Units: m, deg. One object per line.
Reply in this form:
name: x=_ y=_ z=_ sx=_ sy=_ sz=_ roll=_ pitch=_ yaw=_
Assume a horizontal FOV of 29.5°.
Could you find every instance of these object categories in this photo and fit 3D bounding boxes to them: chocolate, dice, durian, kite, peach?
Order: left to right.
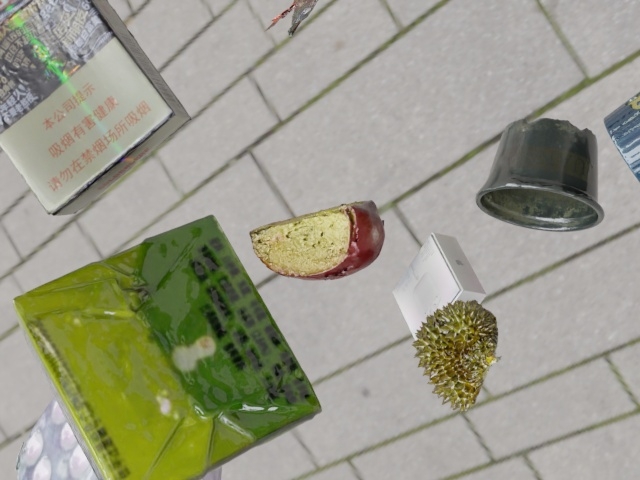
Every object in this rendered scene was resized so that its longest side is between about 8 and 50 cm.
dice: x=-0.358 y=0.414 z=2.172 sx=0.270 sy=0.271 sz=0.270 roll=-55 pitch=38 yaw=15
chocolate: x=-0.199 y=0.160 z=1.534 sx=0.301 sy=0.288 sz=0.137 roll=59 pitch=152 yaw=11
kite: x=-0.014 y=-0.365 z=1.795 sx=0.189 sy=0.232 sz=0.009 roll=-34 pitch=114 yaw=28
peach: x=0.002 y=0.006 z=1.569 sx=0.172 sy=0.127 sz=0.092 roll=-17 pitch=94 yaw=0
durian: x=0.177 y=0.148 z=1.573 sx=0.208 sy=0.102 sz=0.147 roll=-172 pitch=92 yaw=-77

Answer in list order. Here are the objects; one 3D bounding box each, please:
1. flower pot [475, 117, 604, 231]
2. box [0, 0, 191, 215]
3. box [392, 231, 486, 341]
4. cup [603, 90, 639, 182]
flower pot: x=0.277 y=-0.084 z=1.502 sx=0.157 sy=0.107 sz=0.157 roll=11 pitch=162 yaw=3
box: x=-0.321 y=-0.208 z=1.444 sx=0.198 sy=0.084 sz=0.310 roll=-37 pitch=85 yaw=11
box: x=0.177 y=0.080 z=1.849 sx=0.130 sy=0.051 sz=0.129 roll=-59 pitch=36 yaw=32
cup: x=0.423 y=-0.140 z=1.412 sx=0.155 sy=0.176 sz=0.131 roll=-33 pitch=92 yaw=18
